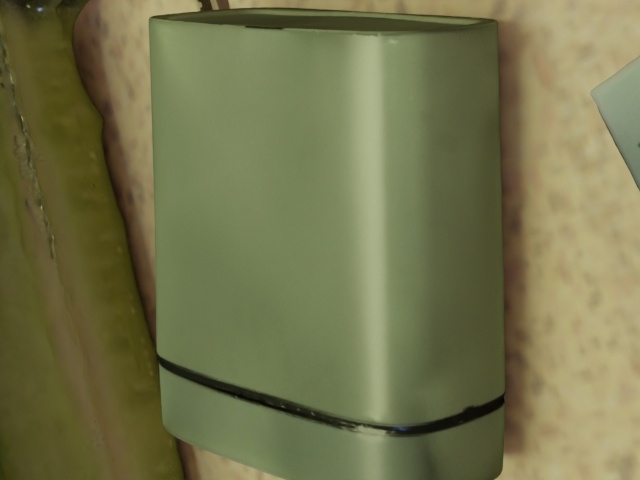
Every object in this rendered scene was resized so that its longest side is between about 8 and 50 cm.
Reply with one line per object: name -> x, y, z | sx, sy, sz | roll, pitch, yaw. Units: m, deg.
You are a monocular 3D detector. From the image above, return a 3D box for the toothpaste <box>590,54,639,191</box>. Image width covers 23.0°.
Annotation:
toothpaste -> 0.167, 0.094, 0.291 | 0.081, 0.067, 0.337 | -39, 71, 47

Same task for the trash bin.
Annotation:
trash bin -> 0.000, 0.000, 0.459 | 0.116, 0.059, 0.130 | 11, 108, 44

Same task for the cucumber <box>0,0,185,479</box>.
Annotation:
cucumber -> -0.113, 0.075, 0.579 | 0.145, 0.105, 0.325 | -14, 92, 49
